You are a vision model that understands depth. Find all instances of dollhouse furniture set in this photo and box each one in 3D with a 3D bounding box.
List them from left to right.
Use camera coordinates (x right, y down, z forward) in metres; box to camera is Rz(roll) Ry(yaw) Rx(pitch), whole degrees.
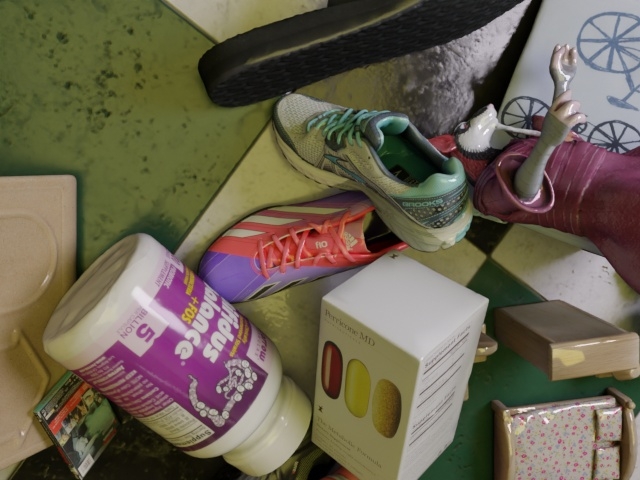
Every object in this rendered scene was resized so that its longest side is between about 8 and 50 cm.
[{"bbox_3d":[0.305,0.278,0.896,0.303,0.174,0.356,-5,100,-9],"label":"dollhouse furniture set"}]

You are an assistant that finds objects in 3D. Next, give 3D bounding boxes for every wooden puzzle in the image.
[{"bbox_3d":[-0.383,0.096,0.678,0.080,0.348,0.322,7,99,20],"label":"wooden puzzle"}]

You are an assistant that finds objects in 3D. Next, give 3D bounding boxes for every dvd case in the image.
[{"bbox_3d":[-0.291,0.216,0.809,0.013,0.087,0.119,-1,125,25],"label":"dvd case"}]

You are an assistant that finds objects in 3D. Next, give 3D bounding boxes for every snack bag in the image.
[{"bbox_3d":[0.377,-0.132,0.810,0.323,0.037,0.343,22,83,19],"label":"snack bag"}]

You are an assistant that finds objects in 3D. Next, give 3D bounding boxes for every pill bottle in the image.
[{"bbox_3d":[-0.152,0.145,0.783,0.169,0.169,0.301,-46,115,-1],"label":"pill bottle"}]

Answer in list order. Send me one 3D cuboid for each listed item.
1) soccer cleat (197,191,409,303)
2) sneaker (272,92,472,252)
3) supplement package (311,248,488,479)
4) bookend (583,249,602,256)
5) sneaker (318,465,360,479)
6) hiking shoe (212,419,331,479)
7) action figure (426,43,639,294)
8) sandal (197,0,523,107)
[{"bbox_3d":[0.000,0.000,0.823,0.318,0.116,0.109,-19,102,-7],"label":"soccer cleat"},{"bbox_3d":[0.057,-0.112,0.759,0.283,0.122,0.110,34,66,24],"label":"sneaker"},{"bbox_3d":[0.085,0.159,0.786,0.134,0.139,0.244,-31,138,-39],"label":"supplement package"},{"bbox_3d":[0.376,-0.055,0.863,0.072,0.156,0.157,-32,102,-2],"label":"bookend"},{"bbox_3d":[0.090,0.421,0.913,0.136,0.116,0.314,-35,120,-36],"label":"sneaker"},{"bbox_3d":[-0.071,0.334,0.880,0.227,0.086,0.114,-45,100,-2],"label":"hiking shoe"},{"bbox_3d":[0.290,-0.053,0.733,0.248,0.370,0.276,-36,133,-46],"label":"action figure"},{"bbox_3d":[0.066,-0.280,0.775,0.445,0.167,0.107,-19,84,-7],"label":"sandal"}]
